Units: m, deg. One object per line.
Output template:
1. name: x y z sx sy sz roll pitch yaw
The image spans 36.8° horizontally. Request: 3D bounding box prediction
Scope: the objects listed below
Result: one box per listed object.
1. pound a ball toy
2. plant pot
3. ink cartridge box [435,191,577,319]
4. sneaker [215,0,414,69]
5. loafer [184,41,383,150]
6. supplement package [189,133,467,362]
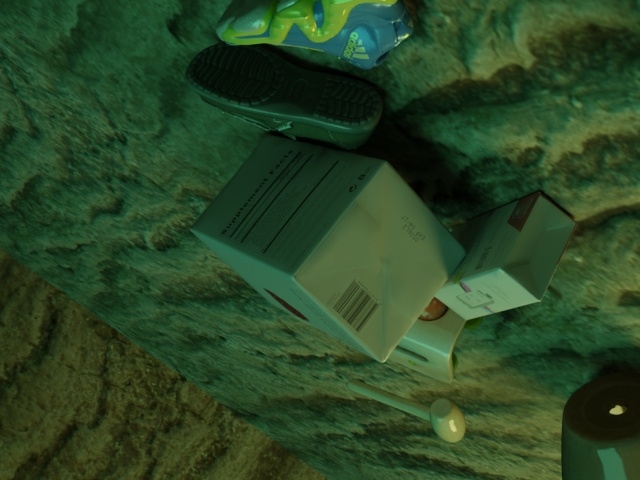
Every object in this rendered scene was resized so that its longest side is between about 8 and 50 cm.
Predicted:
1. pound a ball toy: 0.092 0.120 1.367 0.319 0.208 0.136 21 154 24
2. plant pot: 0.430 0.315 1.326 0.263 0.263 0.229 5 127 46
3. ink cartridge box: 0.207 0.026 1.163 0.067 0.115 0.198 37 157 -12
4. sneaker: -0.004 -0.215 0.988 0.240 0.091 0.126 -1 140 50
5. loafer: -0.046 -0.159 1.138 0.251 0.094 0.087 22 154 18
6. supplement package: 0.000 0.000 1.207 0.177 0.175 0.293 45 168 -30
